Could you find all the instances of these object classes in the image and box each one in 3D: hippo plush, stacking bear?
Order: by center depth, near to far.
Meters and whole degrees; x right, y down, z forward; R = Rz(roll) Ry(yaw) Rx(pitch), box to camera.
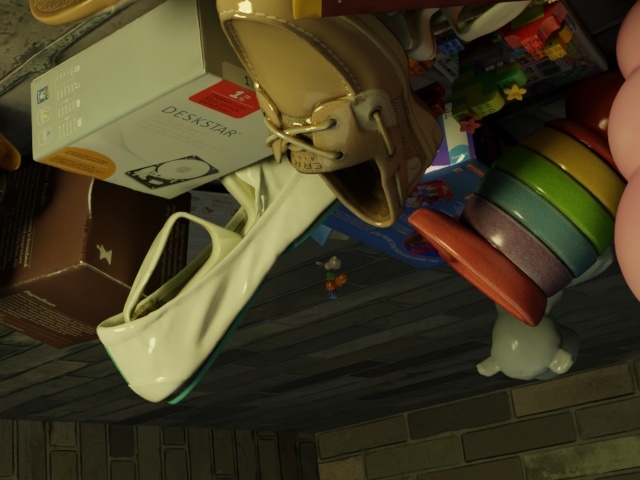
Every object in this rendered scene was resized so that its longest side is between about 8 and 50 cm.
[{"bbox_3d":[0.264,-0.064,1.082,0.289,0.164,0.175,-49,148,0],"label":"stacking bear"},{"bbox_3d":[0.353,0.097,1.564,0.234,0.236,0.294,-15,160,25],"label":"hippo plush"}]

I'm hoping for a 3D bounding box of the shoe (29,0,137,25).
[{"bbox_3d":[-0.126,-0.210,0.750,0.219,0.076,0.058,-18,153,26],"label":"shoe"}]

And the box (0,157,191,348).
[{"bbox_3d":[-0.283,0.008,1.158,0.203,0.168,0.167,-16,148,28],"label":"box"}]

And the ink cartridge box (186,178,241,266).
[{"bbox_3d":[-0.180,-0.034,1.326,0.181,0.056,0.224,5,140,-30],"label":"ink cartridge box"}]

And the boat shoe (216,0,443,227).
[{"bbox_3d":[0.013,-0.107,0.837,0.122,0.110,0.341,14,167,32],"label":"boat shoe"}]

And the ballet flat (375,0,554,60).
[{"bbox_3d":[0.102,-0.200,0.855,0.241,0.077,0.091,-20,158,35],"label":"ballet flat"}]

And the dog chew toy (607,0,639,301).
[{"bbox_3d":[0.348,-0.085,0.876,0.206,0.332,0.206,-6,162,-2],"label":"dog chew toy"}]

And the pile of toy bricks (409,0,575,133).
[{"bbox_3d":[0.145,-0.150,0.930,0.212,0.105,0.118,-20,139,32],"label":"pile of toy bricks"}]

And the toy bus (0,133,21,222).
[{"bbox_3d":[-0.447,-0.042,1.019,0.211,0.220,0.149,18,163,34],"label":"toy bus"}]

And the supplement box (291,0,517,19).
[{"bbox_3d":[0.072,-0.249,0.620,0.194,0.129,0.191,-5,161,-2],"label":"supplement box"}]

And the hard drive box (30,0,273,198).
[{"bbox_3d":[-0.134,-0.132,0.959,0.232,0.089,0.181,-20,158,35],"label":"hard drive box"}]

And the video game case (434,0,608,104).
[{"bbox_3d":[0.203,-0.186,1.021,0.143,0.019,0.157,-17,158,27],"label":"video game case"}]

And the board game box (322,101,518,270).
[{"bbox_3d":[0.156,-0.057,1.292,0.233,0.078,0.347,-17,159,27],"label":"board game box"}]

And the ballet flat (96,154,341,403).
[{"bbox_3d":[-0.086,-0.011,1.068,0.139,0.400,0.139,37,167,10],"label":"ballet flat"}]

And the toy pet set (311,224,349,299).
[{"bbox_3d":[0.000,0.000,1.360,0.065,0.122,0.114,6,143,-18],"label":"toy pet set"}]
